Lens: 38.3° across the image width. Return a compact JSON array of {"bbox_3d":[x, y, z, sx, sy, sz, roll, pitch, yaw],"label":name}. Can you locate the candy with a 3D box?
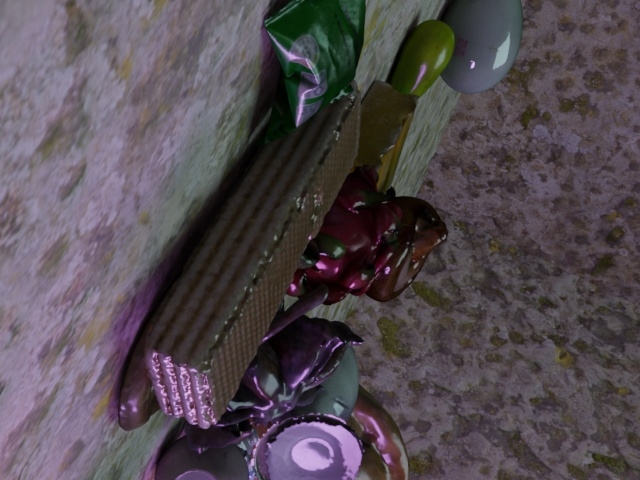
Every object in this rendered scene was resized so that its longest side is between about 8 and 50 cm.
[{"bbox_3d":[-0.001,-0.189,0.924,0.141,0.078,0.203,-59,167,-31],"label":"candy"}]

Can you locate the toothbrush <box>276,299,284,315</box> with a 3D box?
[{"bbox_3d":[-0.082,0.146,1.751,0.297,0.031,0.030,95,16,-74],"label":"toothbrush"}]

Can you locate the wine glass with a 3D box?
[{"bbox_3d":[-0.021,0.273,1.547,0.357,0.191,0.190,-96,-152,-65],"label":"wine glass"}]

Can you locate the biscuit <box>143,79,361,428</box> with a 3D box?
[{"bbox_3d":[-0.058,-0.006,1.004,0.144,0.079,0.426,90,23,-53],"label":"biscuit"}]

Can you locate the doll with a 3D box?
[{"bbox_3d":[-0.171,0.346,1.464,0.150,0.151,0.287,-64,180,10],"label":"doll"}]

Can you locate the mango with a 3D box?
[{"bbox_3d":[0.184,-0.332,1.704,0.163,0.089,0.117,-53,-172,36],"label":"mango"}]

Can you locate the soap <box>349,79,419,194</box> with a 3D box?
[{"bbox_3d":[0.078,-0.124,1.662,0.199,0.091,0.315,-59,173,-23],"label":"soap"}]

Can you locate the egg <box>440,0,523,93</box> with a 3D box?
[{"bbox_3d":[0.348,-0.450,2.013,0.183,0.183,0.264,-45,154,-68],"label":"egg"}]

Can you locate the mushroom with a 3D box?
[{"bbox_3d":[0.132,0.009,1.714,0.194,0.138,0.231,-52,166,19],"label":"mushroom"}]

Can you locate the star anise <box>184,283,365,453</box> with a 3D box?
[{"bbox_3d":[-0.071,0.164,1.258,0.359,0.139,0.316,-40,164,18],"label":"star anise"}]

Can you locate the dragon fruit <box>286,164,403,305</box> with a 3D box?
[{"bbox_3d":[0.005,0.006,1.256,0.273,0.219,0.198,-49,128,-45],"label":"dragon fruit"}]

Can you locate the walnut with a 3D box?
[{"bbox_3d":[-0.016,0.417,1.852,0.383,0.384,0.383,-61,173,-14],"label":"walnut"}]

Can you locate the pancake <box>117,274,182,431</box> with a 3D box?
[{"bbox_3d":[-0.158,0.117,1.048,0.222,0.042,0.236,-64,174,-10],"label":"pancake"}]
